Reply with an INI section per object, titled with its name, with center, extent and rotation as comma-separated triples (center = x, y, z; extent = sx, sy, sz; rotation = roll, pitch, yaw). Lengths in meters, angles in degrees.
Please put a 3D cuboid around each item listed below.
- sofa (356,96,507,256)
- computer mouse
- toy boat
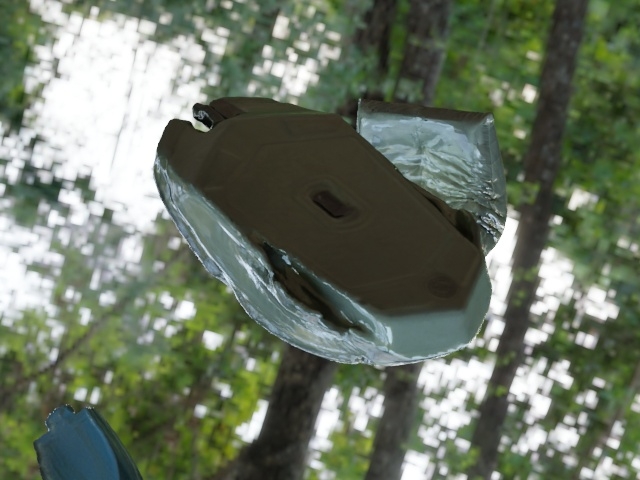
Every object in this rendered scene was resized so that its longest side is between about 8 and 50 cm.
[sofa]
center = 0.097, -0.043, 1.797
extent = 0.210, 0.176, 0.225
rotation = 12, -139, 35
[computer mouse]
center = -0.002, 0.001, 1.529
extent = 0.228, 0.145, 0.429
rotation = -29, -126, -28
[toy boat]
center = -0.228, 0.266, 1.566
extent = 0.215, 0.088, 0.102
rotation = 50, 175, 47
